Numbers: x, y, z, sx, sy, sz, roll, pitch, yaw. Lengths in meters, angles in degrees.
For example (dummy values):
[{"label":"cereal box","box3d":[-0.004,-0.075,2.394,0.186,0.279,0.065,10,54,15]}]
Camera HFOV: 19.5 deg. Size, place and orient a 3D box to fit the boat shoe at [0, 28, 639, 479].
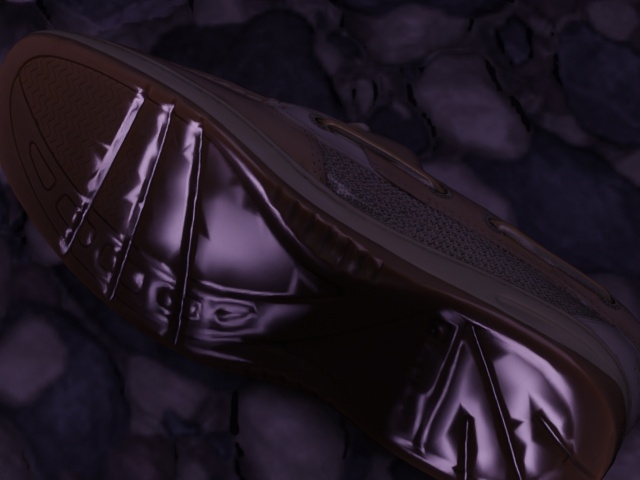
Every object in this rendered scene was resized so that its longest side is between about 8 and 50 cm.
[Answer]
[{"label":"boat shoe","box3d":[0.000,0.000,0.781,0.302,0.109,0.098,29,31,13]}]
